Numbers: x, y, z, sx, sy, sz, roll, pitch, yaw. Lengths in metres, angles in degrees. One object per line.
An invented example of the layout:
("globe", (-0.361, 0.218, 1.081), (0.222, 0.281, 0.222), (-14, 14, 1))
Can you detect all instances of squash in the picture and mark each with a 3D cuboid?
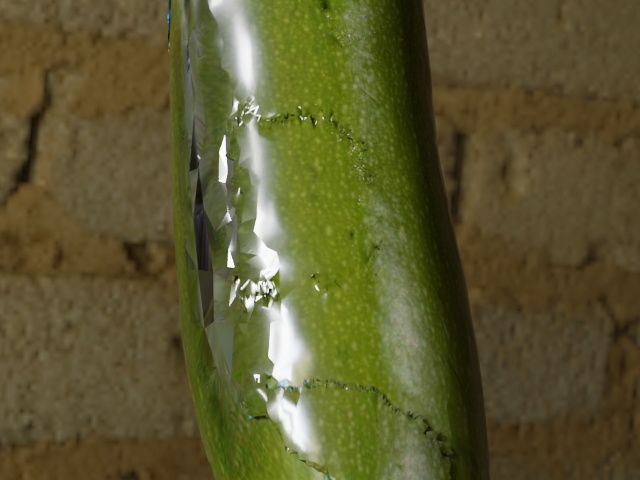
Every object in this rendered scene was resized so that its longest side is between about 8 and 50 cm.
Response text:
("squash", (0.001, 0.000, 0.446), (0.087, 0.331, 0.087), (-7, -23, -3))
